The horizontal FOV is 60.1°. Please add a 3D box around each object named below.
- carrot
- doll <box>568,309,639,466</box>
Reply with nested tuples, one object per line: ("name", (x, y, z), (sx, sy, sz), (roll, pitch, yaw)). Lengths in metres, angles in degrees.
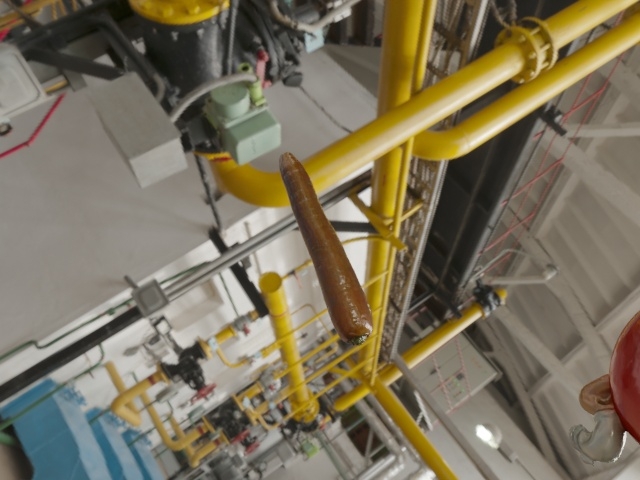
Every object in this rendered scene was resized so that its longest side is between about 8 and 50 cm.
("carrot", (0.000, 0.000, 0.604), (0.043, 0.043, 0.247), (91, -21, -64))
("doll", (0.244, 0.107, 0.348), (0.183, 0.217, 0.085), (-25, -60, 41))
